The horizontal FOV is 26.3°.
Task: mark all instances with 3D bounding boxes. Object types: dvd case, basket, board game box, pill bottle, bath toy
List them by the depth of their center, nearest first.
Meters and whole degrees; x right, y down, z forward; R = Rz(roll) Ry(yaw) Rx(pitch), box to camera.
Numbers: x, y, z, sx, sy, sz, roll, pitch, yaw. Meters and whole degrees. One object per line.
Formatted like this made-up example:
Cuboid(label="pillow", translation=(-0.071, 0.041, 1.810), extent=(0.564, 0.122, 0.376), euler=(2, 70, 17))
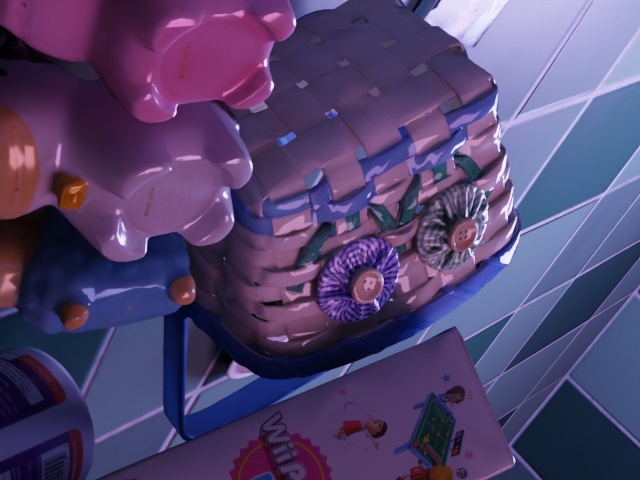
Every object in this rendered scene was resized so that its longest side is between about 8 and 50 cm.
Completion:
Cuboid(label="bath toy", translation=(-0.093, -0.106, 0.634), extent=(0.151, 0.129, 0.348), euler=(-6, 141, -32))
Cuboid(label="pill bottle", translation=(-0.247, 0.144, 0.860), extent=(0.193, 0.108, 0.108), euler=(-20, 150, -49))
Cuboid(label="board game box", translation=(-0.050, 0.168, 0.886), extent=(0.303, 0.097, 0.224), euler=(-22, 172, -10))
Cuboid(label="basket", translation=(0.000, 0.000, 0.913), extent=(0.255, 0.201, 0.289), euler=(-29, 149, -21))
Cuboid(label="dvd case", translation=(0.114, -0.186, 1.054), extent=(0.087, 0.013, 0.119), euler=(-54, 160, 25))

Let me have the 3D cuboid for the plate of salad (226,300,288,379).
Cuboid(label="plate of salad", translation=(-0.009, 0.060, 1.263), extent=(0.200, 0.048, 0.200), euler=(-34, 167, -9))
